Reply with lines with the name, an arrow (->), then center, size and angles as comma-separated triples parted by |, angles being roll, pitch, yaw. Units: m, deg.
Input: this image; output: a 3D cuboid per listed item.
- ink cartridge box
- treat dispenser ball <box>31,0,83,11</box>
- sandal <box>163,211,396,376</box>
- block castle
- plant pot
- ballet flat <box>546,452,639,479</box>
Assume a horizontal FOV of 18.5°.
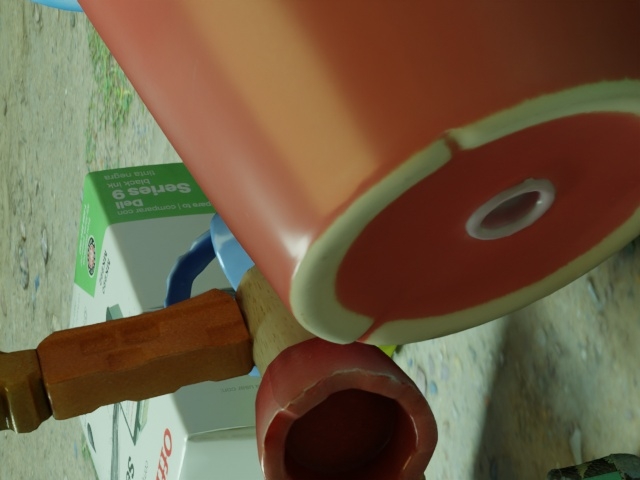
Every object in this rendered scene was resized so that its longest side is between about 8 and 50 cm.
ink cartridge box -> -0.091, 0.111, 1.421 | 0.289, 0.121, 0.211 | -117, 29, -47
treat dispenser ball -> -0.140, -0.289, 1.245 | 0.288, 0.288, 0.288 | 176, 90, -70
sandal -> 0.000, 0.000, 1.132 | 0.317, 0.138, 0.126 | 118, 145, -53
block castle -> -0.067, 0.259, 1.028 | 0.213, 0.303, 0.453 | -118, 16, -60
plant pot -> 0.033, -0.104, 0.878 | 0.243, 0.275, 0.275 | 64, 153, 26
ballet flat -> 0.110, 0.170, 0.956 | 0.070, 0.070, 0.188 | -113, 27, -44
